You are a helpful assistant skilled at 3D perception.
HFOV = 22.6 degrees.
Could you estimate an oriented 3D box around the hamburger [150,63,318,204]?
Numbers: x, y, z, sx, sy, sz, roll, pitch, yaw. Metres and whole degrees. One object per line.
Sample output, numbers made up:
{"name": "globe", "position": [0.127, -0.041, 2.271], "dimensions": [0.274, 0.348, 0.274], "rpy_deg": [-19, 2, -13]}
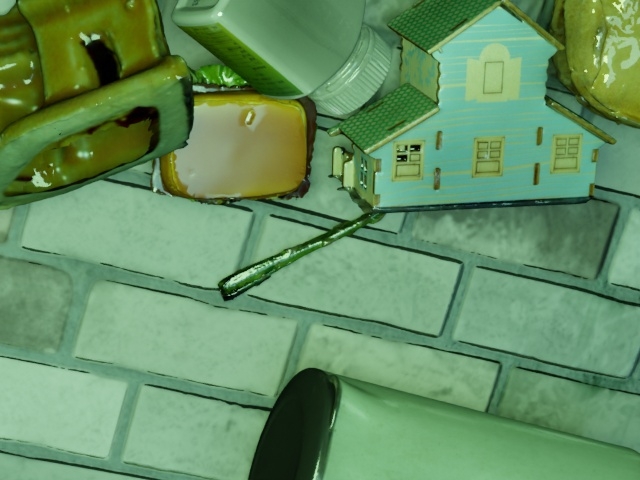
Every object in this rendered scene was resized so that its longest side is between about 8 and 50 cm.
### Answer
{"name": "hamburger", "position": [-0.086, -0.103, 1.554], "dimensions": [0.166, 0.087, 0.137], "rpy_deg": [2, 103, -16]}

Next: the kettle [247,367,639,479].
{"name": "kettle", "position": [0.102, 0.321, 1.662], "dimensions": [0.377, 0.250, 0.361], "rpy_deg": [18, 127, -16]}

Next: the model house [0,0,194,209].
{"name": "model house", "position": [-0.238, -0.176, 1.449], "dimensions": [0.268, 0.173, 0.239], "rpy_deg": [-18, 74, 11]}

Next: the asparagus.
{"name": "asparagus", "position": [0.000, 0.000, 1.639], "dimensions": [0.233, 0.023, 0.022], "rpy_deg": [-28, 154, -6]}

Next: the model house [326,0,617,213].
{"name": "model house", "position": [0.141, -0.149, 1.551], "dimensions": [0.271, 0.178, 0.206], "rpy_deg": [-3, 111, -11]}

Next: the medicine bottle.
{"name": "medicine bottle", "position": [-0.026, -0.202, 1.471], "dimensions": [0.188, 0.088, 0.132], "rpy_deg": [38, 71, -34]}

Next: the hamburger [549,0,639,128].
{"name": "hamburger", "position": [0.360, -0.248, 1.606], "dimensions": [0.260, 0.144, 0.283], "rpy_deg": [15, 104, -15]}
